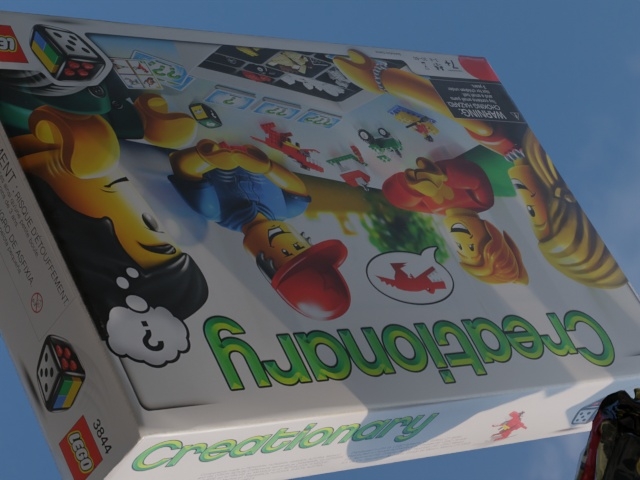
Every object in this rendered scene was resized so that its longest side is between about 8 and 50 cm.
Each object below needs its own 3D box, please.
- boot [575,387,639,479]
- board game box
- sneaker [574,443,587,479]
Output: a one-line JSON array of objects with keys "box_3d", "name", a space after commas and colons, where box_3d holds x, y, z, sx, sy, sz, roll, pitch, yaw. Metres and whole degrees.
[{"box_3d": [0.187, 0.080, 0.535, 0.178, 0.236, 0.085, 17, -147, 3], "name": "boot"}, {"box_3d": [0.000, 0.000, 0.653, 0.053, 0.305, 0.193, -49, -122, 36], "name": "board game box"}, {"box_3d": [0.173, 0.188, 1.001, 0.106, 0.290, 0.123, -24, -98, 34], "name": "sneaker"}]
